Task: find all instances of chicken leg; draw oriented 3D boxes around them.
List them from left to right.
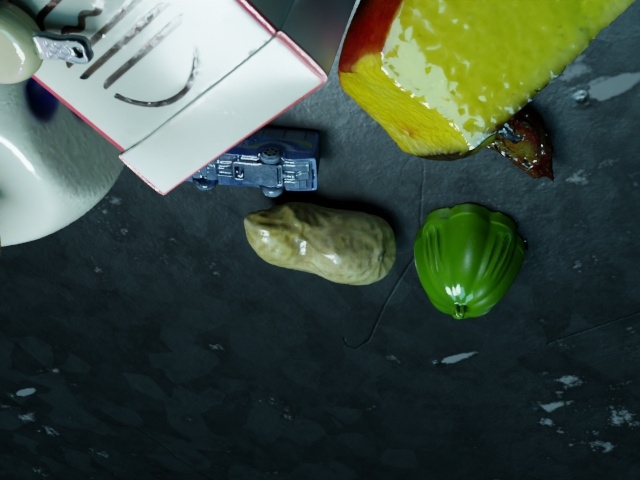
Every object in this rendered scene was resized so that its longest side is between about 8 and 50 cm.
[{"bbox_3d":[0.246,-0.156,1.426,0.234,0.063,0.105,18,143,-5],"label":"chicken leg"}]

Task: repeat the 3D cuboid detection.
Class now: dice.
[{"bbox_3d":[-0.466,-0.182,1.424,0.304,0.304,0.277,-8,134,23],"label":"dice"}]

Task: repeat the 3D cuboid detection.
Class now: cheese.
[{"bbox_3d":[-0.331,-0.219,1.087,0.171,0.047,0.092,-6,134,30],"label":"cheese"}]

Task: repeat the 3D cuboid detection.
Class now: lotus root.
[{"bbox_3d":[0.230,0.059,1.584,0.186,0.186,0.186,8,138,8],"label":"lotus root"}]

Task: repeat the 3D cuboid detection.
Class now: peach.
[{"bbox_3d":[0.176,-0.259,1.167,0.242,0.306,0.380,39,112,-8],"label":"peach"}]

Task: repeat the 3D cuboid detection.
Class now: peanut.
[{"bbox_3d":[0.000,0.000,1.615,0.253,0.137,0.122,13,95,1],"label":"peanut"}]

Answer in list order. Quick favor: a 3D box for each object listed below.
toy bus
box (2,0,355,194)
[{"bbox_3d":[-0.118,-0.128,1.540,0.236,0.094,0.079,6,131,8],"label":"toy bus"},{"bbox_3d":[-0.159,-0.304,1.200,0.300,0.312,0.314,41,133,-23],"label":"box"}]
